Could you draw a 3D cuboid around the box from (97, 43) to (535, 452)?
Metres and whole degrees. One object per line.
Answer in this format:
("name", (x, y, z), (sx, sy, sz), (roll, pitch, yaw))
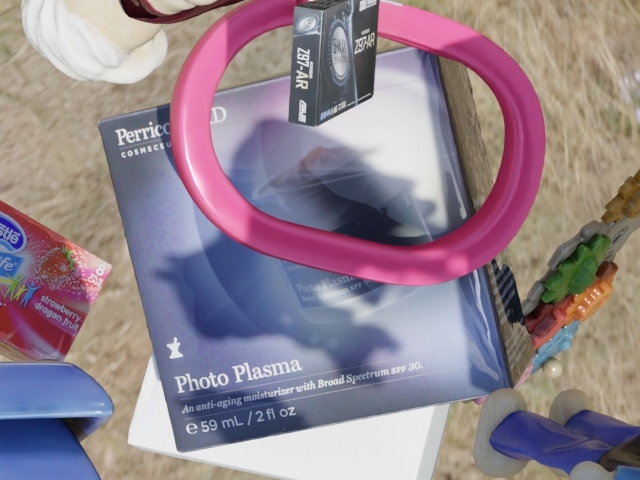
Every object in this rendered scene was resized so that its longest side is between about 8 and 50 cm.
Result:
("box", (0.000, 0.000, 1.566), (0.296, 0.183, 0.294), (-13, 94, 14))

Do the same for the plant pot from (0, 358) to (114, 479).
("plant pot", (-0.243, 0.192, 1.123), (0.236, 0.236, 0.212), (0, 75, -20))

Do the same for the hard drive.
("hard drive", (-0.021, 0.124, 1.737), (0.307, 0.040, 0.203), (8, 74, 28))

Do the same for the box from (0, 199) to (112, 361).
("box", (-0.360, 0.019, 1.868), (0.257, 0.122, 0.128), (32, 75, -22))

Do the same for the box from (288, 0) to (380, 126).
("box", (0.008, -0.106, 1.047), (0.018, 0.083, 0.067), (12, 110, 22))

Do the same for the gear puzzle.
("gear puzzle", (0.264, 0.038, 1.801), (0.044, 0.175, 0.339), (45, 134, 19))

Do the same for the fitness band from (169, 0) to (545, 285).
("fitness band", (0.030, -0.078, 1.390), (0.291, 0.054, 0.209), (13, 95, -18))

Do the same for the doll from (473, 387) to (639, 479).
("doll", (0.145, 0.096, 0.734), (0.129, 0.189, 0.046), (2, 97, -28))

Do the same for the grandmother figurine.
("grandmother figurine", (-0.043, -0.182, 1.080), (0.342, 0.208, 0.104), (-21, 92, 36))
